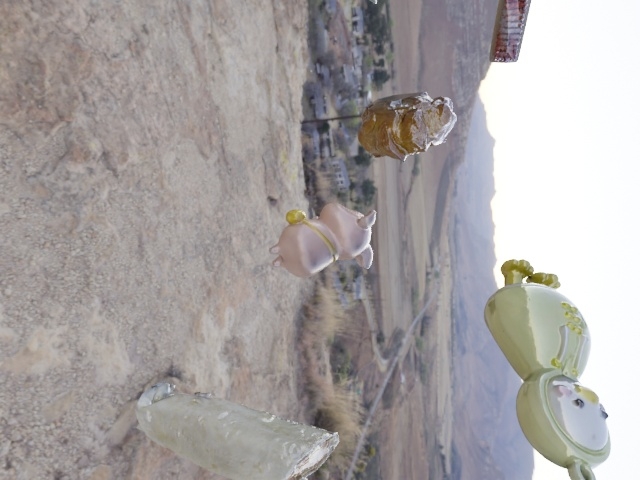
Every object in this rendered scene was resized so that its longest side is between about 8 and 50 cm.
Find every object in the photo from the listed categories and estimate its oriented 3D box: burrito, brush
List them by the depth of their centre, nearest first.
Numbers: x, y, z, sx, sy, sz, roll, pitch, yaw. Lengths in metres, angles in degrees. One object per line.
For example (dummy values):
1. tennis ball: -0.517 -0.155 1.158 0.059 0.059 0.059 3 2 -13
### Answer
1. burrito: -0.099 0.212 0.455 0.087 0.226 0.060 -42 142 -64
2. brush: 0.368 -0.495 0.768 0.050 0.060 0.321 -56 150 -50

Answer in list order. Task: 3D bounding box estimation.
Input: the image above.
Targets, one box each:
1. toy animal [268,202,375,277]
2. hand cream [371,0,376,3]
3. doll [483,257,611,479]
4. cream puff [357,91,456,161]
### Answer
1. toy animal: 0.000 -0.001 0.977 0.165 0.248 0.149 87 -17 -53
2. hand cream: 0.101 -0.596 0.849 0.275 0.050 0.079 110 -37 -86
3. doll: 0.289 0.149 0.524 0.141 0.117 0.296 28 34 -16
4. cream puff: 0.220 -0.314 1.130 0.241 0.269 0.154 -35 119 -33
